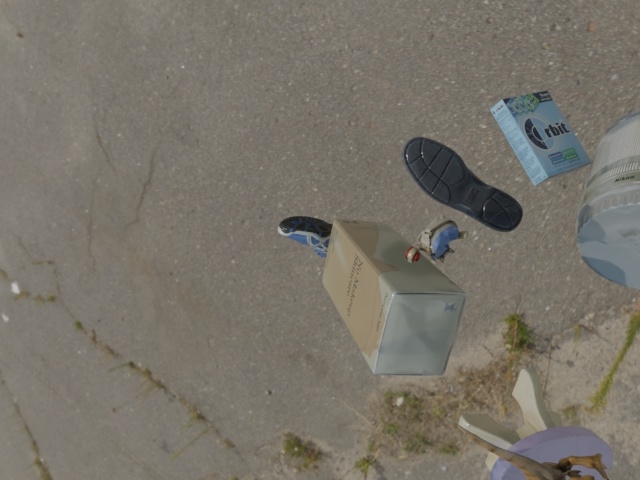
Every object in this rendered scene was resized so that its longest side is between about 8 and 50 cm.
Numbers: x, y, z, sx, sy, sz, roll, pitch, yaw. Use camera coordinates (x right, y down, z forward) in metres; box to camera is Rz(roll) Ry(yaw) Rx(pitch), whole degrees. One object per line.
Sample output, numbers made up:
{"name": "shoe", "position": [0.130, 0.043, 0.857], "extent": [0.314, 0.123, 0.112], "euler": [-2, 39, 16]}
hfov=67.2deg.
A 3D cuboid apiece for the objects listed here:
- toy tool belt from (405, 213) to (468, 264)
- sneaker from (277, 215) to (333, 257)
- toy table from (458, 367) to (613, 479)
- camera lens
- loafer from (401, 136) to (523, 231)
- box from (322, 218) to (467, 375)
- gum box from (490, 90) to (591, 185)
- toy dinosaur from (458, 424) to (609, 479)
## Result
{"name": "toy tool belt", "position": [0.163, 0.006, 0.670], "extent": [0.051, 0.083, 0.052], "euler": [34, 161, 33]}
{"name": "sneaker", "position": [0.000, 0.000, 1.092], "extent": [0.081, 0.211, 0.080], "euler": [-66, 28, 24]}
{"name": "toy table", "position": [0.421, 0.406, 0.966], "extent": [0.252, 0.274, 0.161], "euler": [-67, 24, 12]}
{"name": "camera lens", "position": [0.571, -0.079, 0.819], "extent": [0.219, 0.274, 0.219], "euler": [24, 147, 17]}
{"name": "loafer", "position": [0.301, -0.118, 1.071], "extent": [0.302, 0.095, 0.109], "euler": [34, 94, -3]}
{"name": "box", "position": [0.107, 0.081, 0.827], "extent": [0.311, 0.121, 0.148], "euler": [-126, 43, -65]}
{"name": "gum box", "position": [0.457, -0.216, 0.998], "extent": [0.184, 0.157, 0.041], "euler": [65, 150, 11]}
{"name": "toy dinosaur", "position": [0.263, 0.274, 0.553], "extent": [0.112, 0.064, 0.211], "euler": [-26, 124, 32]}
